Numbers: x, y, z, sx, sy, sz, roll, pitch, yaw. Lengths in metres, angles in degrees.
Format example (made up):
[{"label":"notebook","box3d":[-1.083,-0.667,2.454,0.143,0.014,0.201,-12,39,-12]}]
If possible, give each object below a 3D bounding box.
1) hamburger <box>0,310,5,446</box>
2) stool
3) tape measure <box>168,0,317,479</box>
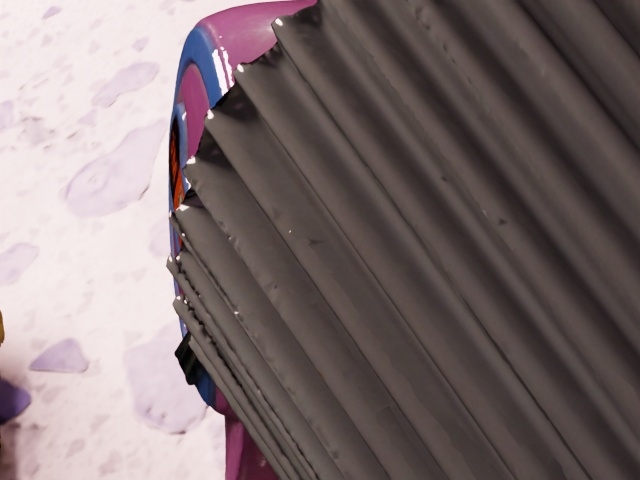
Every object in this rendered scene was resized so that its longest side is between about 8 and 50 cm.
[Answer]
[{"label":"hamburger","box3d":[-0.336,0.071,1.097,0.236,0.276,0.276,-27,47,21]},{"label":"stool","box3d":[0.140,0.071,0.695,0.297,0.297,0.330,-34,49,1]},{"label":"tape measure","box3d":[0.000,0.000,0.992,0.149,0.245,0.232,-1,52,-12]}]
